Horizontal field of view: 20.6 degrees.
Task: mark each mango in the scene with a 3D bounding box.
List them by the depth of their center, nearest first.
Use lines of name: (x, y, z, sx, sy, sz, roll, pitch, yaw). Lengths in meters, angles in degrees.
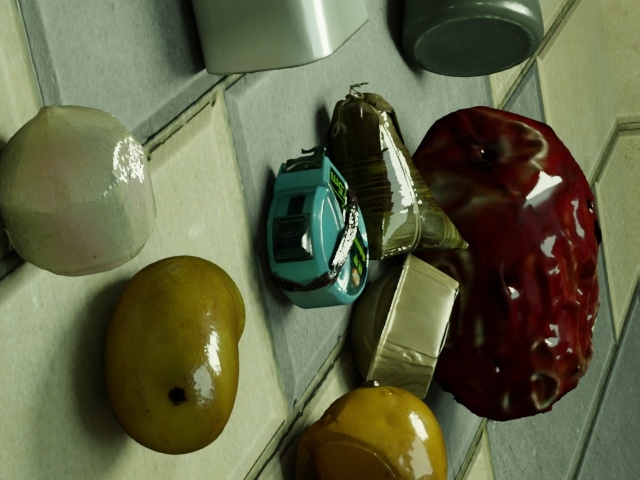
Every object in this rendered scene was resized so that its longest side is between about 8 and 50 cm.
mango: (-0.106, 0.080, 1.363, 0.227, 0.099, 0.136, -67, 143, -67)
mango: (0.061, 0.251, 1.739, 0.166, 0.136, 0.236, -55, 144, -69)

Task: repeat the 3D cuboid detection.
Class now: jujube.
jujube: (0.217, 0.030, 2.090, 0.258, 0.258, 0.376, -56, 134, -60)

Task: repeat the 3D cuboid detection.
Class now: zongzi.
zongzi: (0.089, -0.075, 1.888, 0.184, 0.084, 0.187, -5, 91, -44)

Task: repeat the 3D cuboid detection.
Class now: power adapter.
power adapter: (-0.049, -0.291, 1.559, 0.187, 0.124, 0.255, -52, 135, -64)

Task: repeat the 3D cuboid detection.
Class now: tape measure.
tape measure: (0.000, 0.000, 1.699, 0.125, 0.081, 0.146, 60, 32, -45)

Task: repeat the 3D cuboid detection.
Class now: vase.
vase: (0.177, -0.377, 2.189, 0.173, 0.173, 0.321, 48, 35, -60)

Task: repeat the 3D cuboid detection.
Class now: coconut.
coconut: (-0.171, -0.040, 1.206, 0.110, 0.110, 0.124, -67, 150, -52)

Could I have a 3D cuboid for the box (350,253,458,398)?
box: (0.085, 0.093, 1.909, 0.111, 0.111, 0.177, 67, 31, -42)
